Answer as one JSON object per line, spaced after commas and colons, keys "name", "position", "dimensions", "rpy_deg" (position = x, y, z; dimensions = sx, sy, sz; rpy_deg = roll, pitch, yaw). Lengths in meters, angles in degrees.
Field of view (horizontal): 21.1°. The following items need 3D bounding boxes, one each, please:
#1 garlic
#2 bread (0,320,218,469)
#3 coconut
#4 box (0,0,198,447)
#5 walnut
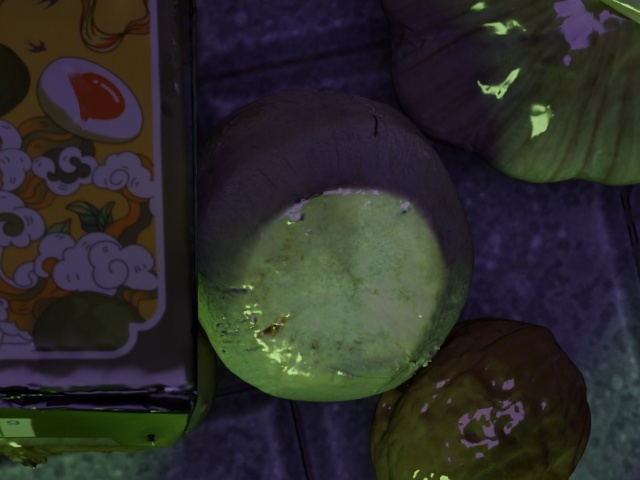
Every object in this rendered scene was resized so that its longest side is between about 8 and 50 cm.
{"name": "garlic", "position": [0.190, -0.197, 1.320], "dimensions": [0.322, 0.241, 0.322], "rpy_deg": [-3, 70, 9]}
{"name": "bread", "position": [-0.231, 0.081, 1.266], "dimensions": [0.314, 0.192, 0.171], "rpy_deg": [1, 87, -5]}
{"name": "coconut", "position": [-0.002, 0.001, 1.284], "dimensions": [0.227, 0.230, 0.227], "rpy_deg": [-3, 108, -9]}
{"name": "box", "position": [-0.270, -0.074, 1.138], "dimensions": [0.373, 0.138, 0.420], "rpy_deg": [1, 71, -9]}
{"name": "walnut", "position": [0.118, 0.146, 1.312], "dimensions": [0.184, 0.155, 0.155], "rpy_deg": [-40, 90, -4]}
